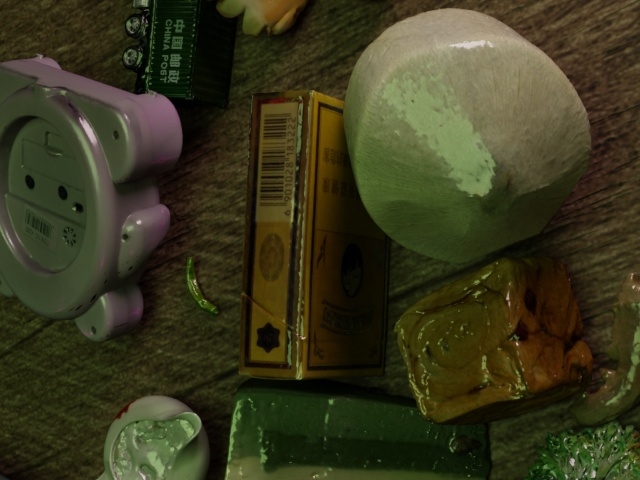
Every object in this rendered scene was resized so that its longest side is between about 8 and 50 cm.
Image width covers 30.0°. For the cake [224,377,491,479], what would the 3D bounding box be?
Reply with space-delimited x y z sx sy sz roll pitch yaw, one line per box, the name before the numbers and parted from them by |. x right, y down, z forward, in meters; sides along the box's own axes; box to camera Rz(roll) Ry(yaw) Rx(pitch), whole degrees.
cake | 0.025 0.243 1.291 0.283 0.172 0.158 7 91 28

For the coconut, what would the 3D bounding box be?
coconut | 0.140 -0.100 1.188 0.237 0.237 0.266 -57 20 14

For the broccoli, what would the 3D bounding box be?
broccoli | 0.266 0.281 1.132 0.194 0.194 0.220 -34 76 23

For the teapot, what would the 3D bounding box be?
teapot | -0.206 0.268 1.465 0.226 0.092 0.145 -37 66 23

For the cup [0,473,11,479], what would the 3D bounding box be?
cup | -0.432 0.404 1.518 0.312 0.205 0.205 19 95 30

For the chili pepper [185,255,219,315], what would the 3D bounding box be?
chili pepper | -0.150 0.060 1.494 0.030 0.017 0.083 -39 71 21

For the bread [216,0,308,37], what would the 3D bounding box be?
bread | -0.094 -0.320 1.414 0.119 0.177 0.084 -55 27 -15

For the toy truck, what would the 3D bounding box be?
toy truck | -0.174 -0.301 1.500 0.121 0.088 0.259 5 90 32

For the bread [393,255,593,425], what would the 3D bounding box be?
bread | 0.179 0.108 1.212 0.158 0.143 0.149 -34 65 35

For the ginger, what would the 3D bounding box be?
ginger | 0.309 0.117 1.203 0.069 0.051 0.173 29 98 32

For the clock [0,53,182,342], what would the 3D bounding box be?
clock | -0.318 -0.053 1.515 0.295 0.113 0.322 21 114 33

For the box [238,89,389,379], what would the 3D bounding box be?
box | 0.000 0.000 1.309 0.084 0.193 0.301 0 86 31
